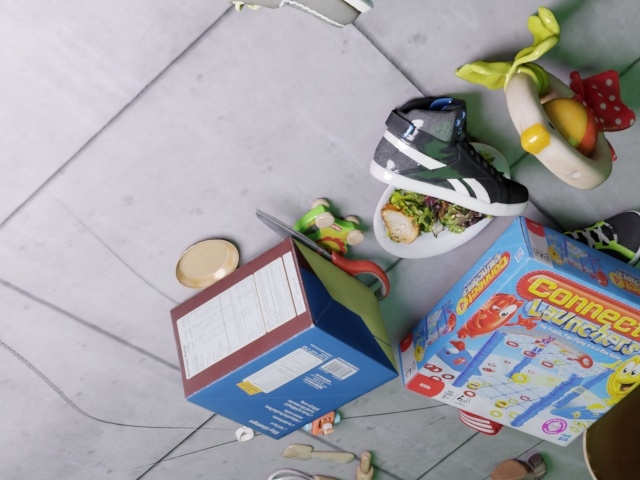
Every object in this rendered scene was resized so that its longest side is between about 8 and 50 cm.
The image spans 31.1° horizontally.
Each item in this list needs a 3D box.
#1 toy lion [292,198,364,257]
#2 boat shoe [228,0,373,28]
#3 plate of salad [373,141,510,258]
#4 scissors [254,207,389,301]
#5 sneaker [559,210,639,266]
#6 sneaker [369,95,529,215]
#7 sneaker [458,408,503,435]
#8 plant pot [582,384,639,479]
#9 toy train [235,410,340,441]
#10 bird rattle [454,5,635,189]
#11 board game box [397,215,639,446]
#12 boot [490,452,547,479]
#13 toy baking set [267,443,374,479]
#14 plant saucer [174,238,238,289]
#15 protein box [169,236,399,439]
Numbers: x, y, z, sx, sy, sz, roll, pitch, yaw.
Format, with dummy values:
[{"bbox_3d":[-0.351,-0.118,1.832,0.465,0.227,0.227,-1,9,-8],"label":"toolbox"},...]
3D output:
[{"bbox_3d":[0.000,0.000,1.478,0.096,0.034,0.100,-38,139,21],"label":"toy lion"},{"bbox_3d":[-0.080,-0.278,1.097,0.305,0.109,0.091,24,117,-36],"label":"boat shoe"},{"bbox_3d":[0.165,-0.044,1.511,0.199,0.048,0.200,-15,136,-15],"label":"plate of salad"},{"bbox_3d":[0.010,0.017,1.467,0.109,0.021,0.297,-17,146,9],"label":"scissors"},{"bbox_3d":[0.370,0.023,1.666,0.234,0.084,0.097,-33,138,4],"label":"sneaker"},{"bbox_3d":[0.178,-0.108,1.402,0.216,0.079,0.121,12,112,-21],"label":"sneaker"},{"bbox_3d":[0.325,0.249,1.885,0.221,0.087,0.128,-7,144,-7],"label":"sneaker"},{"bbox_3d":[0.624,0.372,2.081,0.237,0.237,0.254,-42,153,14],"label":"plant pot"},{"bbox_3d":[-0.038,0.269,1.710,0.166,0.046,0.125,-8,134,-23],"label":"toy train"},{"bbox_3d":[0.281,-0.143,1.376,0.143,0.207,0.253,-29,133,28],"label":"bird rattle"},{"bbox_3d":[0.323,0.142,1.659,0.308,0.086,0.302,22,129,-21],"label":"board game box"},{"bbox_3d":[0.364,0.434,2.108,0.118,0.042,0.087,-19,140,-11],"label":"boot"},{"bbox_3d":[-0.001,0.409,1.884,0.196,0.030,0.256,-11,136,-20],"label":"toy baking set"},{"bbox_3d":[-0.143,0.026,1.431,0.083,0.015,0.083,-16,138,-15],"label":"plant saucer"},{"bbox_3d":[-0.046,0.132,1.468,0.201,0.136,0.200,-31,142,22],"label":"protein box"}]
